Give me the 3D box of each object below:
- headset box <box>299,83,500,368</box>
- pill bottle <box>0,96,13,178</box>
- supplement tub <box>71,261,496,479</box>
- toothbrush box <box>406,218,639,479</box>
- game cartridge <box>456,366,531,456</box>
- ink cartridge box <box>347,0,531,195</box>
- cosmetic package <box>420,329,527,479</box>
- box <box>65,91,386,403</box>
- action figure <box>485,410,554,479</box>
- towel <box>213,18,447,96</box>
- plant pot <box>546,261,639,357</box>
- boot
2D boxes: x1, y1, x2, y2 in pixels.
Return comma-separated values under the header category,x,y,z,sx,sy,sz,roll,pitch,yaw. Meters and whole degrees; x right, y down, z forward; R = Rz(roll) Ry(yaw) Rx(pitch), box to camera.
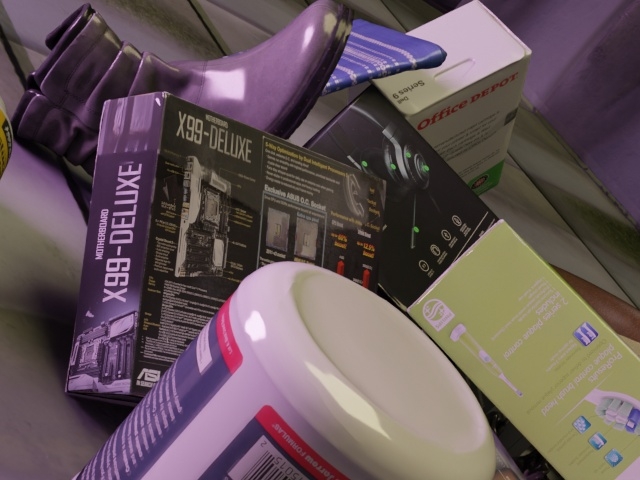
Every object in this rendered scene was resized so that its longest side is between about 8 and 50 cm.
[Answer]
category,x,y,z,sx,sy,sz,roll,pitch,yaw
headset box,0.053,-0.001,1.452,0.283,0.131,0.246,46,39,-6
pill bottle,-0.311,-0.073,1.108,0.103,0.103,0.184,35,20,-17
supplement tub,-0.043,0.165,0.828,0.191,0.272,0.191,36,19,-15
toothbrush box,0.228,0.131,1.210,0.283,0.122,0.206,48,5,15
game cartridge,0.215,0.135,1.519,0.060,0.196,0.294,35,20,-15
ink cartridge box,0.147,-0.152,1.794,0.121,0.211,0.289,50,-24,26
cosmetic package,0.076,0.252,1.032,0.284,0.097,0.377,-5,54,-50
box,-0.068,0.031,1.164,0.307,0.076,0.242,17,74,-49
action figure,0.200,0.281,1.258,0.164,0.141,0.276,35,10,-24
towel,-0.049,-0.183,1.541,0.243,0.336,0.040,-145,-140,-63
plant pot,0.326,0.145,1.678,0.230,0.215,0.215,45,19,13
boot,-0.144,-0.153,1.279,0.222,0.338,0.118,38,30,-16
